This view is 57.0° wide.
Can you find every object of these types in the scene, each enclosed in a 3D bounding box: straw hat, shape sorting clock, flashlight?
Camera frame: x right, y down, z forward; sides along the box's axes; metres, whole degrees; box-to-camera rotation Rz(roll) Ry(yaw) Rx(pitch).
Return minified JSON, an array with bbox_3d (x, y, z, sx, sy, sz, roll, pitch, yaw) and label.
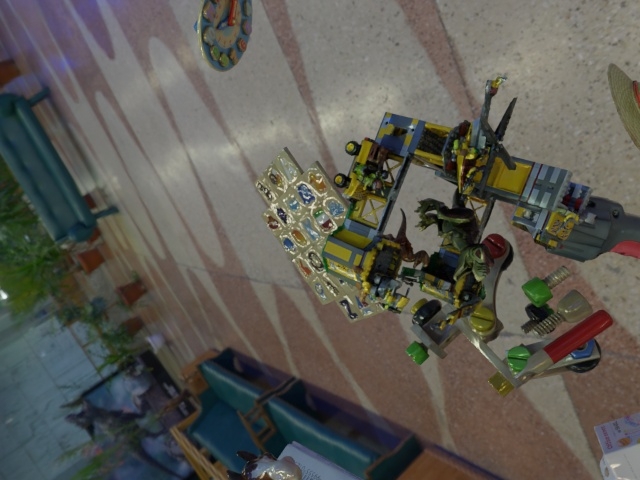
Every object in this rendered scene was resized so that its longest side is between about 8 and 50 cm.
[{"bbox_3d":[0.450,-0.191,0.797,0.061,0.144,0.144,-21,102,42],"label":"straw hat"},{"bbox_3d":[-0.192,-0.454,1.221,0.040,0.206,0.206,16,139,22],"label":"shape sorting clock"},{"bbox_3d":[0.482,0.019,0.849,0.304,0.103,0.103,12,157,-1],"label":"flashlight"}]

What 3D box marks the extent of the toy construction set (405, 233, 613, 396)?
[{"bbox_3d":[0.258,0.148,0.873,0.257,0.237,0.309,54,-178,3],"label":"toy construction set"}]

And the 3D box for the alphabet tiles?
[{"bbox_3d":[0.000,0.000,1.103,0.342,0.011,0.285,55,151,1],"label":"alphabet tiles"}]

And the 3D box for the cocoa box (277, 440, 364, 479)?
[{"bbox_3d":[0.059,0.415,0.615,0.347,0.231,0.228,3,137,53],"label":"cocoa box"}]

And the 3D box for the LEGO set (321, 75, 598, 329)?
[{"bbox_3d":[0.180,-0.010,0.677,0.192,0.255,0.331,24,179,39],"label":"LEGO set"}]

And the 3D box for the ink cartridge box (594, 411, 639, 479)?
[{"bbox_3d":[0.484,0.318,0.875,0.090,0.143,0.092,64,-162,-1],"label":"ink cartridge box"}]

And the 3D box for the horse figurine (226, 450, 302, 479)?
[{"bbox_3d":[0.092,0.185,0.356,0.263,0.066,0.174,25,149,-28],"label":"horse figurine"}]
